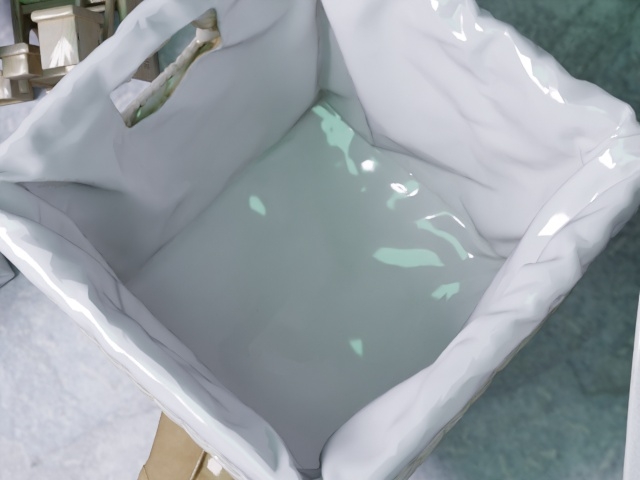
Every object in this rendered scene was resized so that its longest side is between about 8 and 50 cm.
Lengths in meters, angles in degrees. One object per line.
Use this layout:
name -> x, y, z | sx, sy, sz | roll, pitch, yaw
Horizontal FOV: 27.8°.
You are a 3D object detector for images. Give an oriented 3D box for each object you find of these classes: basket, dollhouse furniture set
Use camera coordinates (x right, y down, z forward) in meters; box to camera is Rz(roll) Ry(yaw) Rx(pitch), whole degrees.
basket -> 0.000, 0.000, 0.908 | 0.331, 0.266, 0.328 | 40, 76, 16
dollhouse furniture set -> -0.254, -0.179, 1.091 | 0.182, 0.161, 0.101 | -6, 89, 17

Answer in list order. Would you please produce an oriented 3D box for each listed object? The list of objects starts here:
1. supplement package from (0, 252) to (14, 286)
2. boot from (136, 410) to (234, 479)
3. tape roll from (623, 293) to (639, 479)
supplement package -> -0.418, -0.008, 1.129 | 0.149, 0.194, 0.203 | -36, 80, 16
boot -> -0.042, 0.167, 1.040 | 0.236, 0.089, 0.269 | 19, 83, 20
tape roll -> 0.250, 0.024, 0.821 | 0.072, 0.392, 0.391 | 6, 93, 17
